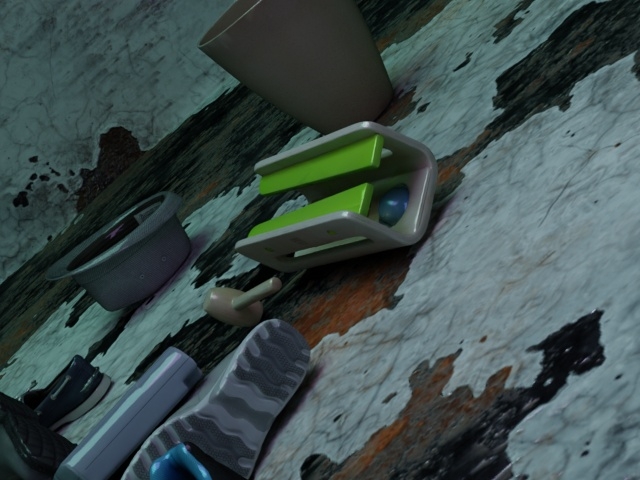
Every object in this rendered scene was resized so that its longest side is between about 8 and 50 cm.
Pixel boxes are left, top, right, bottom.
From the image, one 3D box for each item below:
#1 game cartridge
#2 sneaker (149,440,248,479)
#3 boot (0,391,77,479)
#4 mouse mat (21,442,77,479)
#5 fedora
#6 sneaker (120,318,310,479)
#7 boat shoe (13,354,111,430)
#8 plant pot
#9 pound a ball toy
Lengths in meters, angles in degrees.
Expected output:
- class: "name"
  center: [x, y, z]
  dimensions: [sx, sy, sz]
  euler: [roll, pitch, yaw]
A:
- class: "game cartridge"
  center: [-0.222, 0.219, 1.364]
  dimensions: [0.196, 0.060, 0.294]
  euler: [-51, 0, -15]
- class: "sneaker"
  center: [-0.101, 0.291, 0.909]
  dimensions: [0.125, 0.139, 0.341]
  euler: [-37, 19, 14]
- class: "boot"
  center: [-0.458, 0.346, 1.652]
  dimensions: [0.222, 0.118, 0.338]
  euler: [-60, 26, -8]
- class: "mouse mat"
  center: [-0.434, 0.368, 1.709]
  dimensions: [0.189, 0.007, 0.152]
  euler: [-51, 19, -30]
- class: "fedora"
  center: [-0.337, 0.034, 2.097]
  dimensions: [0.275, 0.124, 0.244]
  euler: [-40, 17, -20]
- class: "sneaker"
  center: [-0.113, 0.211, 1.252]
  dimensions: [0.281, 0.105, 0.115]
  euler: [-46, 0, -32]
- class: "boat shoe"
  center: [-0.436, 0.263, 1.843]
  dimensions: [0.254, 0.079, 0.095]
  euler: [-34, 20, 28]
- class: "plant pot"
  center: [-0.016, -0.300, 1.926]
  dimensions: [0.256, 0.274, 0.256]
  euler: [-38, 18, 14]
- class: "pound a ball toy"
  center: [0.000, 0.000, 1.468]
  dimensions: [0.319, 0.136, 0.208]
  euler: [-16, 56, 56]
